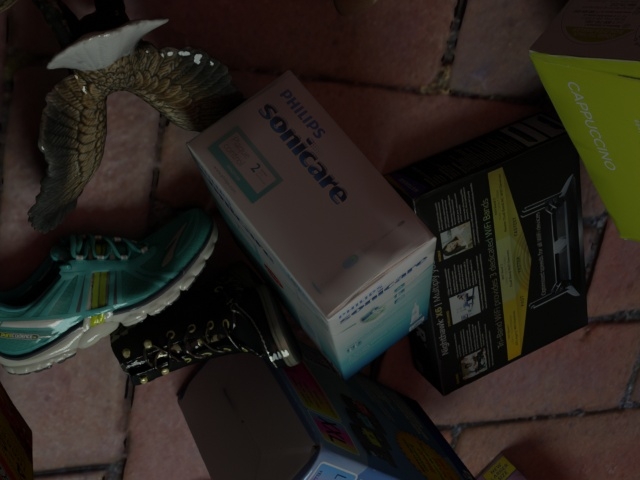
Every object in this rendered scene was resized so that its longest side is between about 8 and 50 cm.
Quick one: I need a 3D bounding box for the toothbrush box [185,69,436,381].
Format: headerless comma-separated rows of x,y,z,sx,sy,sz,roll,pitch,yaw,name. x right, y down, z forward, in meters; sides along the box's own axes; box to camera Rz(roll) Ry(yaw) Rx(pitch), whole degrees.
0.000,0.000,1.011,0.126,0.216,0.295,-37,164,-9,toothbrush box

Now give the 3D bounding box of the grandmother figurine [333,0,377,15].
-0.067,-0.353,0.958,0.342,0.104,0.208,34,68,-33,grandmother figurine

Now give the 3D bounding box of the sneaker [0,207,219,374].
-0.233,0.039,1.060,0.275,0.107,0.110,-30,115,-12,sneaker

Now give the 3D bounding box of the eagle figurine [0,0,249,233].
-0.190,-0.145,0.926,0.225,0.226,0.298,-63,147,-40,eagle figurine

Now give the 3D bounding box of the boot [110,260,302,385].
-0.126,0.110,1.073,0.178,0.236,0.085,-26,110,-9,boot

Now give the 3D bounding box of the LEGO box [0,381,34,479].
-0.408,0.023,0.691,0.193,0.372,0.500,-31,103,-12,LEGO box

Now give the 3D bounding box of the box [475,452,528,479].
0.289,0.490,1.551,0.213,0.117,0.243,-43,126,-3,box

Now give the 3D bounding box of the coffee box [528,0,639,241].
0.511,-0.190,1.152,0.334,0.338,0.338,-50,127,-17,coffee box

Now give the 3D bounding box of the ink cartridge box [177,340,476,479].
0.048,0.280,1.222,0.395,0.270,0.151,33,101,-36,ink cartridge box

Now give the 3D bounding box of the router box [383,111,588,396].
0.223,0.020,1.302,0.243,0.081,0.309,-22,122,-18,router box
